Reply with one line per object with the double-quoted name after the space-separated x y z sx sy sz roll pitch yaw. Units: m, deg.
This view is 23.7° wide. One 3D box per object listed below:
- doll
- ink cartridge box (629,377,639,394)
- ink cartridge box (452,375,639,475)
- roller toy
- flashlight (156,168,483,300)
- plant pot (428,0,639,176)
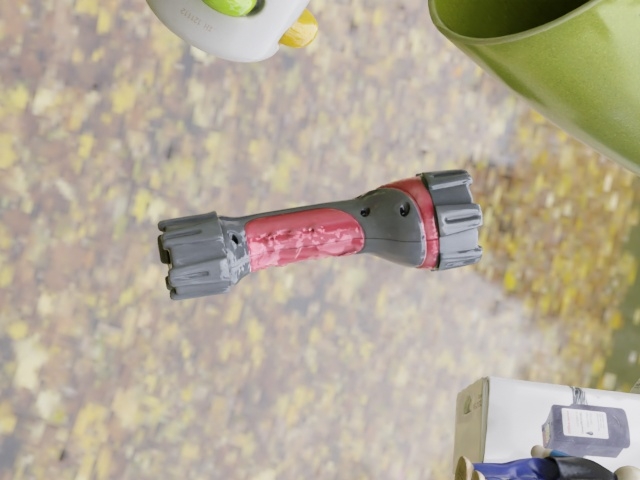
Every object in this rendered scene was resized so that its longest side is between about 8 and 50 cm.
0.227 0.230 1.471 0.129 0.189 0.046 -133 -133 -70 "doll"
0.446 0.204 1.799 0.135 0.099 0.056 44 69 -15 "ink cartridge box"
0.275 0.219 1.672 0.172 0.237 0.100 115 -18 -76 "ink cartridge box"
-0.109 -0.312 1.833 0.209 0.191 0.146 -6 140 -46 "roller toy"
0.000 0.000 1.471 0.103 0.304 0.103 101 -23 -63 "flashlight"
0.288 -0.175 1.325 0.293 0.275 0.275 45 59 -31 "plant pot"
